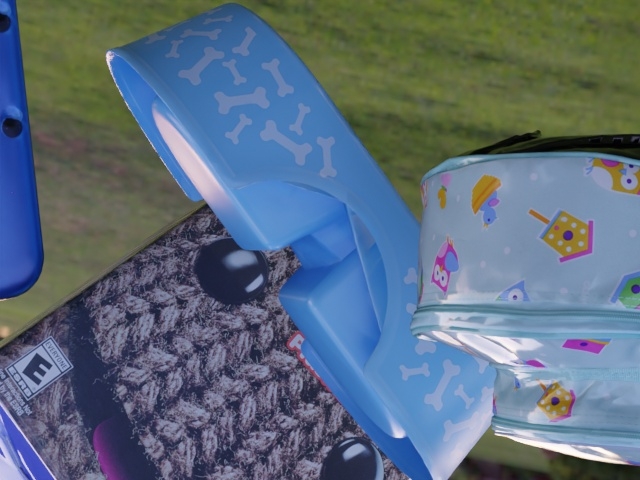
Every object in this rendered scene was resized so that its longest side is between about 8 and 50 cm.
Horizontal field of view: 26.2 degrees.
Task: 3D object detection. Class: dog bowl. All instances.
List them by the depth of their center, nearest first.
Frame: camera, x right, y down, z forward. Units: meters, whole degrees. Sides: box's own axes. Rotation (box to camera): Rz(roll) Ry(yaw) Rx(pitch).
[{"bbox_3d":[0.000,0.000,0.751,0.297,0.074,0.166,55,170,-6],"label":"dog bowl"}]

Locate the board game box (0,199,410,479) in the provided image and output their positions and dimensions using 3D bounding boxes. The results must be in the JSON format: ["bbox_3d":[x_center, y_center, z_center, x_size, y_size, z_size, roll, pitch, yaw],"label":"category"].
[{"bbox_3d":[-0.067,0.106,0.930,0.232,0.291,0.141,55,150,-6],"label":"board game box"}]

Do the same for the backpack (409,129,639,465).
[{"bbox_3d":[0.132,0.024,0.594,0.188,0.144,0.166,14,174,-16],"label":"backpack"}]

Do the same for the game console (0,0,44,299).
[{"bbox_3d":[-0.328,-0.095,0.898,0.173,0.293,0.250,-6,180,-40],"label":"game console"}]
